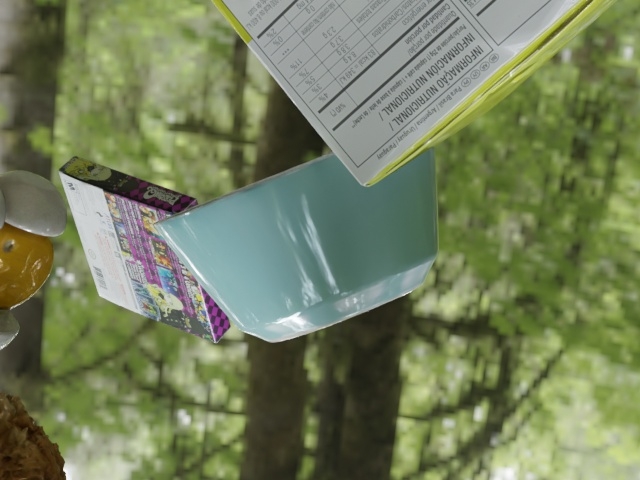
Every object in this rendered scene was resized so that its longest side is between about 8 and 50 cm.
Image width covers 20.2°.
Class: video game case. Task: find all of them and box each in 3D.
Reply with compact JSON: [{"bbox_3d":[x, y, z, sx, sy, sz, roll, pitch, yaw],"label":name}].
[{"bbox_3d":[-0.229,0.012,2.351,0.210,0.232,0.042,19,-130,31],"label":"video game case"}]

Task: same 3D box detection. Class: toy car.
[{"bbox_3d":[-0.309,0.002,1.473,0.136,0.159,0.182,34,-166,28],"label":"toy car"}]

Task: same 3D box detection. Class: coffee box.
[{"bbox_3d":[0.113,-0.306,1.661,0.334,0.338,0.337,51,-151,3],"label":"coffee box"}]

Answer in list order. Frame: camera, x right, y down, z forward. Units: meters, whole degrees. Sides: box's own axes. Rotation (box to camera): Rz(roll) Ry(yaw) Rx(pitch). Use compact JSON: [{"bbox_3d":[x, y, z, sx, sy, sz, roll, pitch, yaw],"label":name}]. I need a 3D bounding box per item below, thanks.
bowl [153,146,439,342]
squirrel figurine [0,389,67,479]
[{"bbox_3d":[0.000,0.000,1.867,0.312,0.163,0.311,-22,-178,1],"label":"bowl"},{"bbox_3d":[-0.368,0.302,1.643,0.281,0.397,0.370,37,-161,-53],"label":"squirrel figurine"}]
